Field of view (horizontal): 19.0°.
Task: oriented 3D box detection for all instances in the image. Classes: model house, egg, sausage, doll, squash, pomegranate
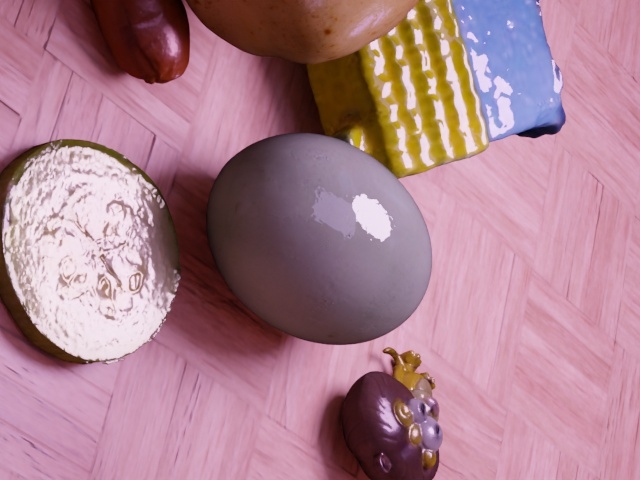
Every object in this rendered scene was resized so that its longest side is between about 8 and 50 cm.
[{"bbox_3d":[0.104,-0.192,2.143,0.303,0.215,0.237,-22,98,-47],"label":"model house"},{"bbox_3d":[0.000,0.000,1.964,0.282,0.203,0.203,32,57,-46],"label":"egg"},{"bbox_3d":[-0.186,-0.241,1.902,0.089,0.089,0.179,-41,117,-47],"label":"sausage"},{"bbox_3d":[0.084,0.188,2.105,0.145,0.096,0.188,47,37,-41],"label":"doll"},{"bbox_3d":[-0.224,0.010,1.821,0.219,0.041,0.219,17,67,-46],"label":"squash"},{"bbox_3d":[-0.028,-0.333,1.884,0.319,0.319,0.319,17,67,-47],"label":"pomegranate"}]
